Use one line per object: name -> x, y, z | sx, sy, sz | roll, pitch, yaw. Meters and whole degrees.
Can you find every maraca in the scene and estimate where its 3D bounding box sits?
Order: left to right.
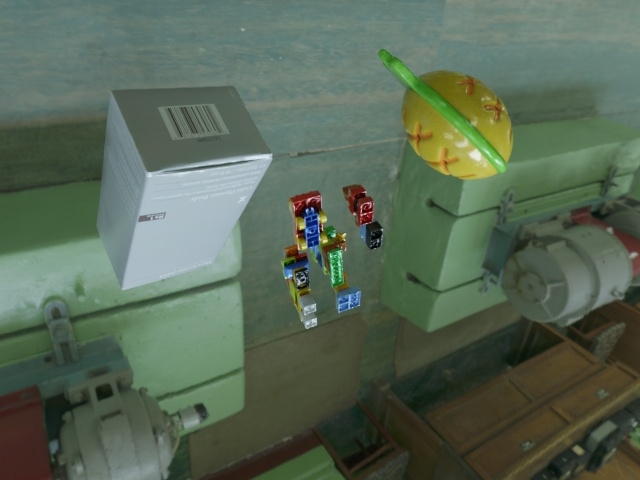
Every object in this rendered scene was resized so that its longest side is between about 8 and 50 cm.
maraca -> 0.133, -0.140, 0.508 | 0.099, 0.185, 0.127 | -46, 176, 13

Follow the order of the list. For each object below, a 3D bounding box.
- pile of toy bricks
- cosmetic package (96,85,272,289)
pile of toy bricks -> 0.000, 0.000, 0.584 | 0.118, 0.105, 0.212 | -17, 137, -15
cosmetic package -> -0.160, -0.048, 0.504 | 0.127, 0.107, 0.238 | -17, 158, -33
